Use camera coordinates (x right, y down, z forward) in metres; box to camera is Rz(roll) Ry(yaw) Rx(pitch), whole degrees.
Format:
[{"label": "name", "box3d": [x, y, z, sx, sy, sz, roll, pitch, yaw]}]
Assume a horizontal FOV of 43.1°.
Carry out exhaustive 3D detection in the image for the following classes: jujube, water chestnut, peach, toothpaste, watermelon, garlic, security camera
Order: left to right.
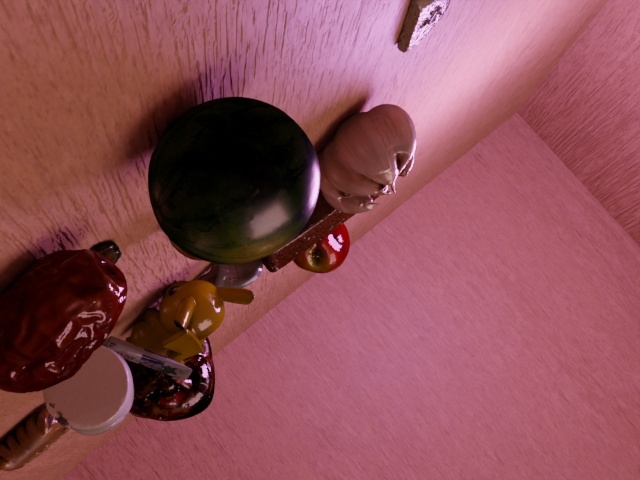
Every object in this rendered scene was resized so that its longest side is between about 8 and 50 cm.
[{"label": "jujube", "box3d": [-0.402, 0.123, 1.215, 0.250, 0.174, 0.174, -39, 173, 8]}, {"label": "security camera", "box3d": [-0.512, 0.337, 1.826, 0.194, 0.194, 0.236, -38, 174, -15]}, {"label": "toothpaste", "box3d": [-0.409, 0.271, 1.882, 0.060, 0.233, 0.038, -51, -160, 51]}, {"label": "water chestnut", "box3d": [-0.420, 0.357, 2.202, 0.289, 0.289, 0.244, -37, 140, -26]}, {"label": "watermelon", "box3d": [-0.121, -0.084, 1.144, 0.242, 0.242, 0.242, -39, 172, -6]}, {"label": "peach", "box3d": [0.000, 0.000, 2.437, 0.197, 0.197, 0.197, -39, 172, -6]}, {"label": "garlic", "box3d": [0.099, -0.179, 1.820, 0.281, 0.203, 0.185, -39, 154, 18]}]

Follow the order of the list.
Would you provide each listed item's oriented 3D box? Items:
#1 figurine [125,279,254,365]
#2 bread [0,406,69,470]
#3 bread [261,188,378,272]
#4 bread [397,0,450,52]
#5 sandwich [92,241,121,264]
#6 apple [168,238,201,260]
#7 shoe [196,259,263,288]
[{"label": "figurine", "box3d": [-0.337, 0.202, 1.959, 0.218, 0.169, 0.327, -18, 155, -50]}, {"label": "bread", "box3d": [-0.746, 0.510, 2.073, 0.225, 0.081, 0.134, -39, 167, 1]}, {"label": "bread", "box3d": [0.004, -0.086, 2.126, 0.416, 0.113, 0.165, -36, 166, -14]}, {"label": "bread", "box3d": [0.206, -0.425, 1.523, 0.112, 0.036, 0.193, -40, 173, -12]}, {"label": "sandwich", "box3d": [-0.371, 0.034, 1.380, 0.069, 0.026, 0.101, -34, 170, -47]}, {"label": "apple", "box3d": [-0.224, -0.019, 1.501, 0.114, 0.102, 0.099, -46, 169, 29]}, {"label": "shoe", "box3d": [-0.245, 0.086, 2.071, 0.195, 0.079, 0.078, -26, 137, 2]}]
